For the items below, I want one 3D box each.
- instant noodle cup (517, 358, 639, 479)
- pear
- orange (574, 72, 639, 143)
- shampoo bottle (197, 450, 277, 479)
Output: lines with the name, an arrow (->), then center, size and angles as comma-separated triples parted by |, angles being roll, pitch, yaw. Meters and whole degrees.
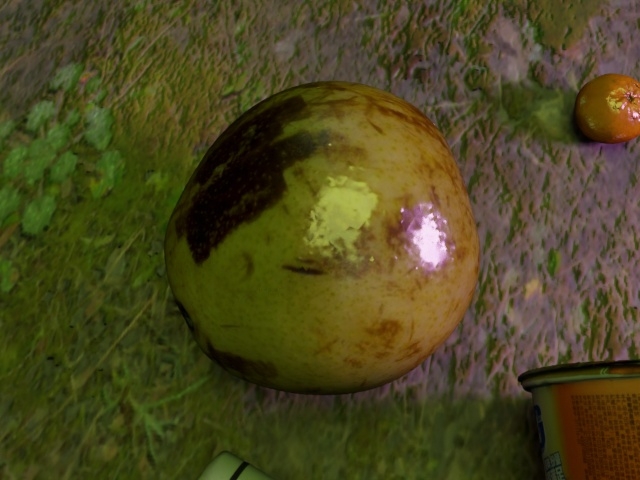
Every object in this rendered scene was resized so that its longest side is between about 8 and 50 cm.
instant noodle cup -> 0.300, 0.213, 0.553 | 0.296, 0.296, 0.214 | 3, 75, 1
pear -> 0.000, 0.000, 0.642 | 0.283, 0.283, 0.284 | 0, 66, -1
orange -> 0.325, -0.147, 0.812 | 0.083, 0.070, 0.083 | 1, 69, -4
shampoo bottle -> 0.008, 0.277, 0.613 | 0.262, 0.085, 0.085 | 27, 69, 10
